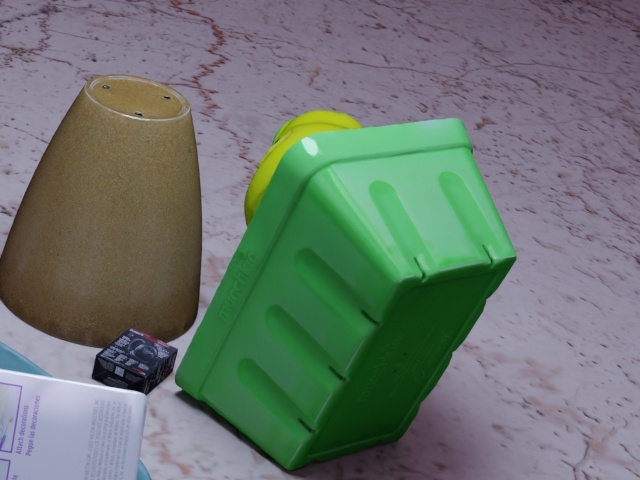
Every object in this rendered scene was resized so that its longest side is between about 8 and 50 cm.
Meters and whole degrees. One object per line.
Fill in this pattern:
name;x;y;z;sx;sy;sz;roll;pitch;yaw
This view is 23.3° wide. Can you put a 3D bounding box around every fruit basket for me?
fruit basket;0.000;0.000;1.647;0.283;0.392;0.392;-9;36;-40

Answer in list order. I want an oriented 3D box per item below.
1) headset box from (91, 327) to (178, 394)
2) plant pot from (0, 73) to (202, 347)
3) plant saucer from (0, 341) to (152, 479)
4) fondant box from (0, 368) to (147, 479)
headset box;-0.196;0.129;1.666;0.062;0.032;0.083;23;27;13
plant pot;-0.229;-0.049;1.749;0.237;0.254;0.237;12;26;-6
plant saucer;-0.261;0.158;1.378;0.317;0.044;0.317;38;2;-1
fondant box;-0.306;0.208;1.122;0.330;0.096;0.238;12;68;-16
